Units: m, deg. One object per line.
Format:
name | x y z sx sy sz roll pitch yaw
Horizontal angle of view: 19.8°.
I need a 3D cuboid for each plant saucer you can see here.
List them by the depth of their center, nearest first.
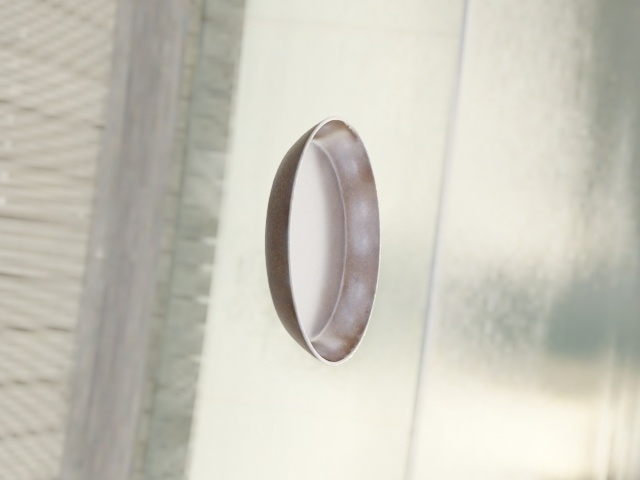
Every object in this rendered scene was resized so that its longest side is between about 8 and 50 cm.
plant saucer | 0.000 0.000 1.237 0.168 0.029 0.168 2 90 -68
